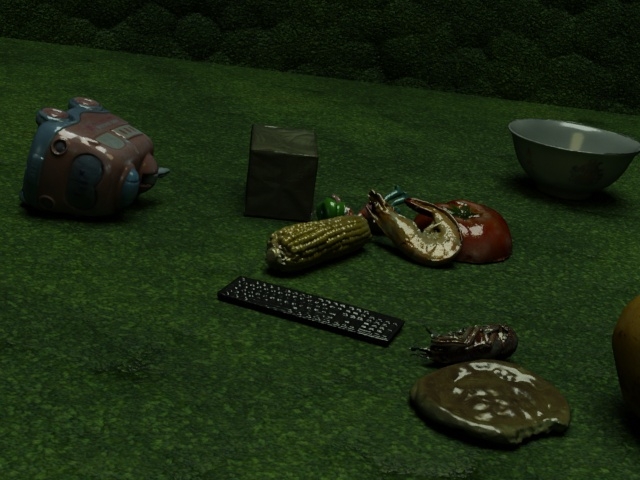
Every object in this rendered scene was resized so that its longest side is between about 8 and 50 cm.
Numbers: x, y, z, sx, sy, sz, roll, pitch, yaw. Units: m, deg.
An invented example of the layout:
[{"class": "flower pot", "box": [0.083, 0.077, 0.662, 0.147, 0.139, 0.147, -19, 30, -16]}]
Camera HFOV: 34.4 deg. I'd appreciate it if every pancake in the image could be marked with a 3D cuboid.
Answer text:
[{"class": "pancake", "box": [0.246, 0.225, 1.483, 0.236, 0.042, 0.222, 1, 22, -16]}]

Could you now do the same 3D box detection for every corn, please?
[{"class": "corn", "box": [0.000, 0.000, 1.967, 0.086, 0.087, 0.288, 21, 22, 33]}]

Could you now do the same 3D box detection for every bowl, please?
[{"class": "bowl", "box": [0.641, -0.198, 2.661, 0.345, 0.157, 0.345, 7, 18, -2]}]

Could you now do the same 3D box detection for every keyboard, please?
[{"class": "keyboard", "box": [-0.016, 0.114, 1.735, 0.309, 0.018, 0.101, 14, 21, 19]}]

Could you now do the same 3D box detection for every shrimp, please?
[{"class": "shrimp", "box": [0.224, 0.163, 1.619, 0.190, 0.075, 0.073, -8, 55, -14]}, {"class": "shrimp", "box": [0.189, -0.038, 2.079, 0.133, 0.053, 0.236, -43, 60, -12]}]

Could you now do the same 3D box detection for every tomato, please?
[{"class": "tomato", "box": [0.297, -0.025, 2.159, 0.224, 0.085, 0.225, 7, 22, -3]}]

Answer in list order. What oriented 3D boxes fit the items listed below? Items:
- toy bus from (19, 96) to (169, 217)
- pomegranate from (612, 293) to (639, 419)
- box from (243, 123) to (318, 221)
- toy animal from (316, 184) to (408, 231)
[{"class": "toy bus", "box": [-0.453, -0.152, 2.088, 0.231, 0.197, 0.294, 21, 19, 7]}, {"class": "pomegranate", "box": [0.545, 0.156, 1.476, 0.264, 0.264, 0.264, 7, 19, -2]}, {"class": "box", "box": [-0.084, -0.151, 2.262, 0.155, 0.149, 0.231, 6, 20, -3]}, {"class": "toy animal", "box": [0.087, -0.060, 2.176, 0.208, 0.100, 0.103, -14, 5, -29]}]
